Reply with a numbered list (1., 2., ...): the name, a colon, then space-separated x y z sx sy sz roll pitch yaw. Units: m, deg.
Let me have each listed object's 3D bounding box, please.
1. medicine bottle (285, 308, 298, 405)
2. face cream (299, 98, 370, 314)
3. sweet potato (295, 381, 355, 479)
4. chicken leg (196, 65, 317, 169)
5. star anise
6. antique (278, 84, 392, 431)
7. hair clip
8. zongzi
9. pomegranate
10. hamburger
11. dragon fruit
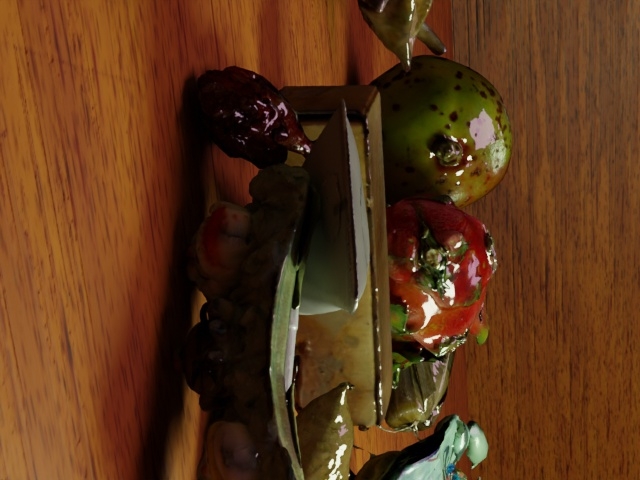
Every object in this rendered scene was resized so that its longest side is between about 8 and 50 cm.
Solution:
1. medicine bottle: -0.044 0.152 1.078 0.092 0.061 0.221 147 -51 -61
2. face cream: 0.000 0.000 1.115 0.314 0.089 0.143 114 -25 -80
3. sweet potato: -0.020 0.228 1.242 0.075 0.075 0.269 -61 164 -70
4. chicken leg: -0.046 -0.088 1.101 0.089 0.048 0.219 54 9 6
5. star anise: 0.064 -0.336 1.585 0.349 0.109 0.292 8 88 -64
6. antique: 0.011 0.018 1.341 0.087 0.093 0.310 -67 154 -66
7. hair clip: -0.052 0.103 0.974 0.138 0.091 0.321 121 -30 -56
8. zongzi: 0.098 0.102 1.877 0.241 0.111 0.248 60 33 -34
9. pomegranate: 0.119 -0.116 1.779 0.246 0.198 0.198 -25 -122 56
10. hamburger: 0.062 0.298 1.563 0.260 0.150 0.276 -27 133 -60
11. dragon fruit: 0.103 0.072 1.664 0.200 0.198 0.269 -81 -174 -72
